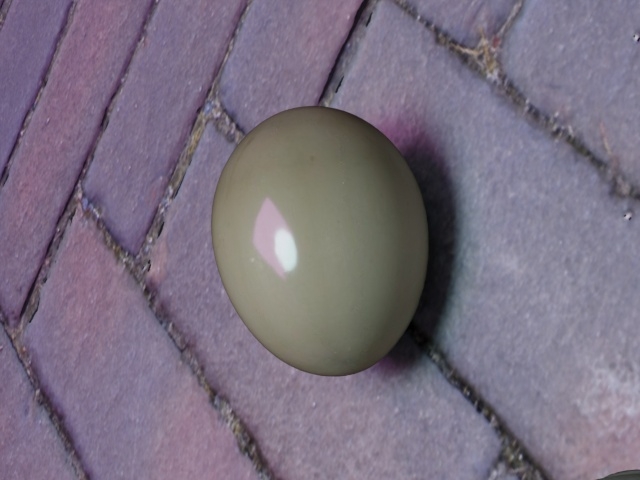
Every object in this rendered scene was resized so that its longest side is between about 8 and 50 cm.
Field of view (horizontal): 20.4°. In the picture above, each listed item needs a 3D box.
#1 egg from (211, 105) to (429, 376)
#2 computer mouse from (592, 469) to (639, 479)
[{"bbox_3d":[0.000,0.000,1.525,0.186,0.186,0.241,-33,55,47],"label":"egg"},{"bbox_3d":[0.187,0.298,1.077,0.228,0.145,0.429,-29,39,22],"label":"computer mouse"}]
